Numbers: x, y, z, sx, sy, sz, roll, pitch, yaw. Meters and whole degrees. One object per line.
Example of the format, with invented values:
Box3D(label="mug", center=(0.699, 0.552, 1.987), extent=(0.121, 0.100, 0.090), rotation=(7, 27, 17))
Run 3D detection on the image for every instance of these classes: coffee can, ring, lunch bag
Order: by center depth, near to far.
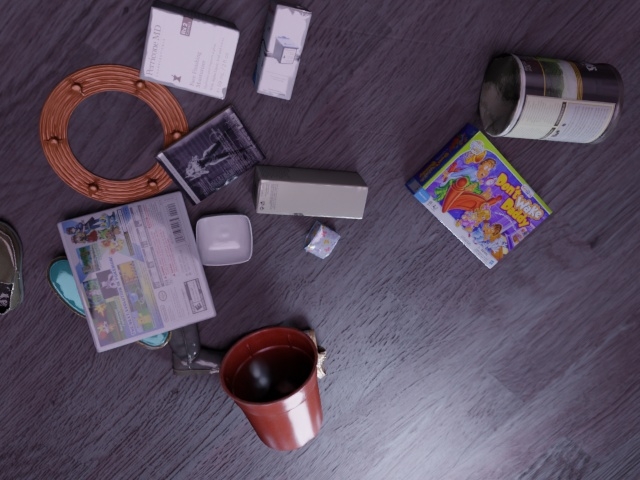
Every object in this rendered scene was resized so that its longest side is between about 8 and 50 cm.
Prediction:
Box3D(label="ring", center=(-0.478, -0.239, 1.480), extent=(0.337, 0.032, 0.336), rotation=(-5, 117, -11))
Box3D(label="coffee can", center=(0.564, -0.346, 1.564), extent=(0.275, 0.201, 0.201), rotation=(2, 115, -14))
Box3D(label="lunch bag", center=(0.000, 0.000, 1.694), extent=(0.071, 0.053, 0.083), rotation=(27, 98, -25))

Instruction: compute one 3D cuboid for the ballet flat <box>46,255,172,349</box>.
Box3D(label="ballet flat", center=(-0.536, 0.161, 1.613), extent=(0.348, 0.123, 0.123), rotation=(35, 104, -13))

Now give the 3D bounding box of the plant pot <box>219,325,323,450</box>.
Box3D(label="plant pot", center=(-0.115, 0.430, 1.774), extent=(0.272, 0.272, 0.265), rotation=(-17, 127, -4))

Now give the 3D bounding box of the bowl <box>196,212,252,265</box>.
Box3D(label="bowl", center=(-0.248, -0.009, 1.633), extent=(0.142, 0.053, 0.142), rotation=(-4, 116, -10))

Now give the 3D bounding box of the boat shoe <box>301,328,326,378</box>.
Box3D(label="boat shoe", center=(-0.011, 0.330, 1.849), extent=(0.059, 0.063, 0.170), rotation=(-21, 118, 5))

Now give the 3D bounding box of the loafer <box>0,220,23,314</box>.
Box3D(label="loafer", center=(-0.772, 0.071, 1.533), extent=(0.094, 0.087, 0.251), rotation=(-5, 117, -10))

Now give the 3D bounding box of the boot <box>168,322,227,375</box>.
Box3D(label="boot", center=(-0.342, 0.268, 1.747), extent=(0.190, 0.076, 0.208), rotation=(-8, 111, -11))

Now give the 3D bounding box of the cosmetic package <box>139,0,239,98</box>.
Box3D(label="cosmetic package", center=(-0.284, -0.412, 1.368), extent=(0.184, 0.151, 0.151), rotation=(10, 112, -17))

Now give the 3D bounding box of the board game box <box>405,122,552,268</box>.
Box3D(label="board game box", center=(0.431, -0.114, 1.720), extent=(0.347, 0.078, 0.233), rotation=(39, 102, -26))

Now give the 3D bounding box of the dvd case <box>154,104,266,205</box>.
Box3D(label="dvd case", center=(-0.263, -0.203, 1.535), extent=(0.221, 0.018, 0.164), rotation=(-34, 127, 0))

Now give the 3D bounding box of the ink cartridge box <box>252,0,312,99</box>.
Box3D(label="ink cartridge box", center=(-0.089, -0.427, 1.412), extent=(0.082, 0.139, 0.190), rotation=(9, 113, -15))

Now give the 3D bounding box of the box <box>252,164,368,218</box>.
Box3D(label="box", center=(-0.029, -0.122, 1.595), extent=(0.275, 0.113, 0.094), rotation=(4, 115, -13))

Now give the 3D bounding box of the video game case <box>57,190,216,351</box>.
Box3D(label="video game case", center=(-0.444, 0.074, 1.555), extent=(0.300, 0.036, 0.329), rotation=(-16, 97, -13))
